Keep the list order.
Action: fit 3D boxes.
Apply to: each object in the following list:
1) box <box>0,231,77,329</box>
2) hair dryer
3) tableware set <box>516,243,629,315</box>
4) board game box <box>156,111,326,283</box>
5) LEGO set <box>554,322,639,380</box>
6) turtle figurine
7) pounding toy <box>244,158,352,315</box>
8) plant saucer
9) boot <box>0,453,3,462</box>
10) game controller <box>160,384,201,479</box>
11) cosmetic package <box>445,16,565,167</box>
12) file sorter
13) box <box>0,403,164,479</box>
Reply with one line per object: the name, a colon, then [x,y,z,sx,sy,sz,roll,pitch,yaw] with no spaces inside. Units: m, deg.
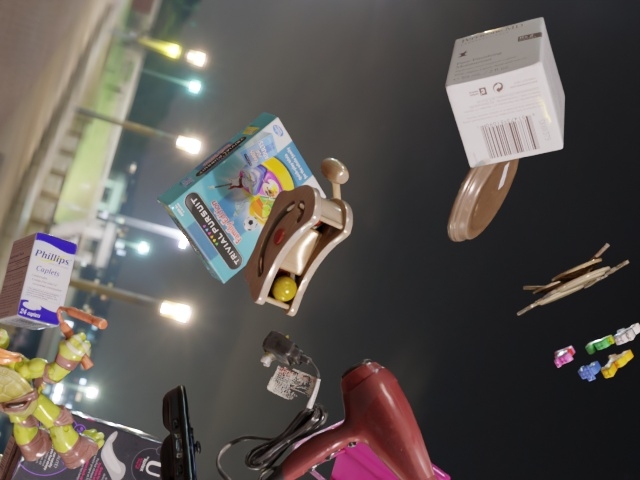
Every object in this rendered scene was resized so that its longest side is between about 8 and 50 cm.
box: [-0.452,0.067,1.738,0.126,0.072,0.137,-12,-116,56]
hair dryer: [0.024,0.265,1.472,0.080,0.294,0.223,33,75,-71]
tableware set: [0.358,0.054,1.591,0.194,0.128,0.039,107,-39,-76]
board game box: [-0.182,-0.102,2.610,0.336,0.253,0.079,-41,-148,-14]
LEGO set: [0.662,0.285,2.598,0.227,0.087,0.093,-27,-175,36]
turtle figurine: [-0.335,0.171,1.258,0.087,0.270,0.217,-75,149,-49]
pounding toy: [0.000,0.000,1.822,0.154,0.155,0.269,29,-85,61]
plant saucer: [0.379,-0.115,2.499,0.278,0.041,0.277,-47,154,-31]
boot: [-0.740,0.591,2.297,0.262,0.095,0.203,-52,-155,26]
game controller: [-0.190,0.353,1.560,0.319,0.067,0.166,-109,-157,-57]
cosmetic package: [0.296,-0.235,1.728,0.183,0.151,0.151,-72,146,-55]
file sorter: [0.038,0.459,1.736,0.202,0.182,0.290,34,-57,34]
box: [-0.409,0.395,1.925,0.143,0.270,0.165,-2,-114,66]
